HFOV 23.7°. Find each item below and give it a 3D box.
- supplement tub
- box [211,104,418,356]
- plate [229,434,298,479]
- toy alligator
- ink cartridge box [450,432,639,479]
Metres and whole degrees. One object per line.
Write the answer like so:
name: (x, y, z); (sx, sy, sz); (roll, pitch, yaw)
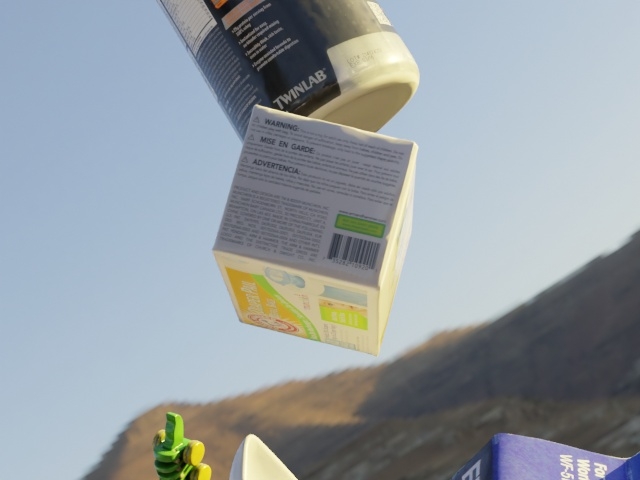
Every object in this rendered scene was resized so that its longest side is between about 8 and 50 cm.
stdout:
supplement tub: (-0.054, -0.241, 1.551); (0.194, 0.316, 0.193); (-28, -13, -7)
box: (0.000, 0.000, 1.053); (0.203, 0.114, 0.103); (81, -156, -73)
plate: (0.001, 0.316, 1.047); (0.045, 0.278, 0.277); (-23, 38, 20)
toy alligator: (-0.162, 0.278, 1.764); (0.051, 0.056, 0.189); (-50, -37, -38)
ink cartridge box: (0.040, 0.204, 0.647); (0.332, 0.065, 0.165); (-49, 18, 28)
